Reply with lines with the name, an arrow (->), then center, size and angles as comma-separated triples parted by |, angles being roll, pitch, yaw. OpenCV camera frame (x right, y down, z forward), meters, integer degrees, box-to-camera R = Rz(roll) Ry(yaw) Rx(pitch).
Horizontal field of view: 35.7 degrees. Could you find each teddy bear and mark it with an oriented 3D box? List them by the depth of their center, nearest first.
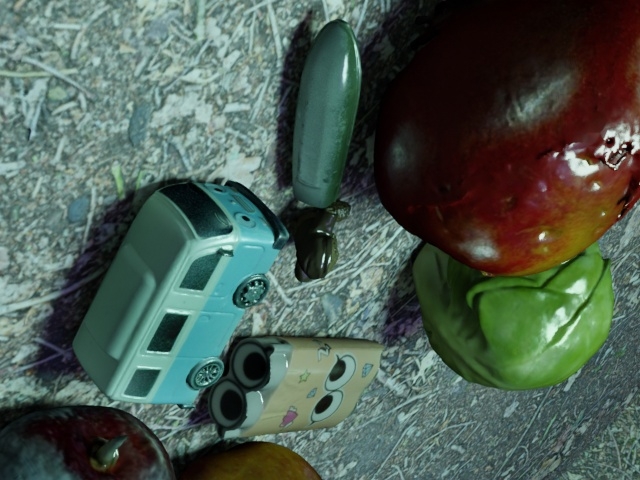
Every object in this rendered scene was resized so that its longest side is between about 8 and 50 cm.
teddy bear -> -0.008, -0.004, 1.358 | 0.160, 0.077, 0.119 | -73, -175, -68

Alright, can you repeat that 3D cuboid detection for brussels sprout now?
brussels sprout -> 0.319, 0.086, 1.617 | 0.328, 0.328, 0.247 | -34, 141, -23

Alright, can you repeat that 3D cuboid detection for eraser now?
eraser -> -0.035, 0.220, 1.545 | 0.290, 0.087, 0.171 | 9, 114, -53

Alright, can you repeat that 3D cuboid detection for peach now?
peach -> 0.278, -0.155, 1.300 | 0.417, 0.353, 0.339 | -57, 147, 6

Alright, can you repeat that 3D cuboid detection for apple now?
apple -> -0.100, 0.459, 1.524 | 0.288, 0.317, 0.288 | -43, 163, -17

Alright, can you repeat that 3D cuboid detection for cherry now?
cherry -> -0.304, 0.320, 1.209 | 0.255, 0.218, 0.296 | -6, 133, -55

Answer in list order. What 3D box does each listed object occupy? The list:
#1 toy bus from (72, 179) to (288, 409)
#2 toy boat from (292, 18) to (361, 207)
toy bus -> -0.174, 0.061, 1.184 | 0.164, 0.133, 0.271 | 8, 119, -48
toy boat -> 0.009, -0.158, 1.236 | 0.085, 0.078, 0.261 | -52, 158, -44
